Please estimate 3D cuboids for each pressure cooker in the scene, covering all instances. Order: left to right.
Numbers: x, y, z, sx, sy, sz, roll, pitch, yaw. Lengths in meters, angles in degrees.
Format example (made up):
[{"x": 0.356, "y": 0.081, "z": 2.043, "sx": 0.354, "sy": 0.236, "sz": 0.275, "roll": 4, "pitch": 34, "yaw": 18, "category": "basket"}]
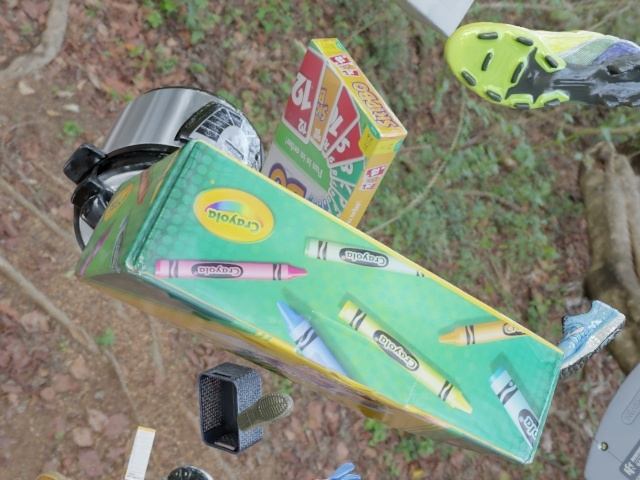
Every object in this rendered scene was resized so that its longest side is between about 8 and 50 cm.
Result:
[{"x": -0.306, "y": -0.079, "z": 1.544, "sx": 0.420, "sy": 0.370, "sz": 0.375, "roll": -84, "pitch": 175, "yaw": -52, "category": "pressure cooker"}]

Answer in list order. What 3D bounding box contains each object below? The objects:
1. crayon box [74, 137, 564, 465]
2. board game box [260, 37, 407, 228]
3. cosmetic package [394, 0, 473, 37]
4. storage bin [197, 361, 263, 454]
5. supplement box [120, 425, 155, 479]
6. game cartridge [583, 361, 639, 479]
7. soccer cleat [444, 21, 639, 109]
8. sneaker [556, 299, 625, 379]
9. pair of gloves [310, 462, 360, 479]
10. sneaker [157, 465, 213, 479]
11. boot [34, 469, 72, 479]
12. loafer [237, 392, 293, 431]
[{"x": -0.004, "y": 0.048, "z": 0.482, "sx": 0.279, "sy": 0.165, "sz": 0.081, "roll": 29, "pitch": 74, "yaw": -22, "category": "crayon box"}, {"x": -0.011, "y": -0.046, "z": 0.693, "sx": 0.039, "sy": 0.259, "sz": 0.124, "roll": -12, "pitch": 56, "yaw": -30, "category": "board game box"}, {"x": 0.208, "y": -0.518, "z": 1.065, "sx": 0.097, "sy": 0.377, "sz": 0.284, "roll": 38, "pitch": 14, "yaw": 25, "category": "cosmetic package"}, {"x": -0.205, "y": 0.382, "z": 1.691, "sx": 0.084, "sy": 0.122, "sz": 0.180, "roll": -18, "pitch": 110, "yaw": -53, "category": "storage bin"}, {"x": -0.349, "y": 0.410, "z": 1.410, "sx": 0.036, "sy": 0.062, "sz": 0.098, "roll": 18, "pitch": 63, "yaw": -17, "category": "supplement box"}, {"x": 0.498, "y": 0.259, "z": 1.003, "sx": 0.062, "sy": 0.297, "sz": 0.198, "roll": 4, "pitch": 30, "yaw": -42, "category": "game cartridge"}, {"x": 0.274, "y": -0.219, "z": 0.911, "sx": 0.289, "sy": 0.093, "sz": 0.121, "roll": 2, "pitch": 32, "yaw": -18, "category": "soccer cleat"}, {"x": 0.403, "y": 0.158, "z": 1.174, "sx": 0.073, "sy": 0.162, "sz": 0.063, "roll": 48, "pitch": -6, "yaw": 30, "category": "sneaker"}, {"x": -0.002, "y": 0.508, "z": 1.404, "sx": 0.023, "sy": 0.198, "sz": 0.159, "roll": 31, "pitch": 7, "yaw": 40, "category": "pair of gloves"}, {"x": -0.273, "y": 0.502, "z": 1.475, "sx": 0.086, "sy": 0.237, "sz": 0.085, "roll": 12, "pitch": 60, "yaw": -38, "category": "sneaker"}, {"x": -0.300, "y": 0.369, "z": 0.797, "sx": 0.104, "sy": 0.295, "sz": 0.211, "roll": 43, "pitch": 56, "yaw": -23, "category": "boot"}, {"x": -0.107, "y": 0.345, "z": 1.496, "sx": 0.050, "sy": 0.148, "sz": 0.056, "roll": 6, "pitch": 62, "yaw": -53, "category": "loafer"}]
